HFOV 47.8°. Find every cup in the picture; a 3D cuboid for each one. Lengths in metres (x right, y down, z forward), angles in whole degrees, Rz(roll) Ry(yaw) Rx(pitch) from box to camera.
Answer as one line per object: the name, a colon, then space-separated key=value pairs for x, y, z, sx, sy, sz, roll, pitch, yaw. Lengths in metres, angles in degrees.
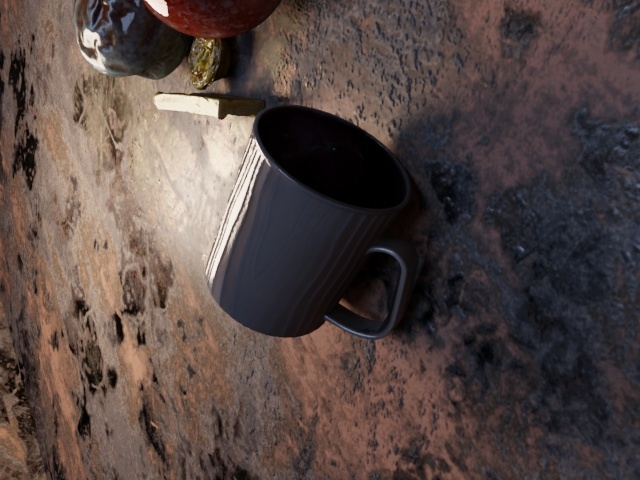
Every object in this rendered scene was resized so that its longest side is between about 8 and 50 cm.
cup: x=0.001 y=-0.012 z=1.008 sx=0.208 sy=0.288 sz=0.273 roll=-82 pitch=16 yaw=-53

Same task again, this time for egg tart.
egg tart: x=-0.201 y=-0.339 z=1.332 sx=0.129 sy=0.049 sz=0.129 roll=-5 pitch=83 yaw=55

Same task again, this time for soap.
soap: x=-0.208 y=-0.247 z=1.312 sx=0.252 sy=0.092 sz=0.037 roll=19 pitch=110 yaw=50

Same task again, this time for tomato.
tomato: x=-0.161 y=-0.444 z=1.127 sx=0.270 sy=0.227 sz=0.270 roll=-13 pitch=69 yaw=37

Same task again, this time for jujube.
jujube: x=-0.352 y=-0.466 z=1.379 sx=0.246 sy=0.215 sz=0.308 roll=24 pitch=110 yaw=48
